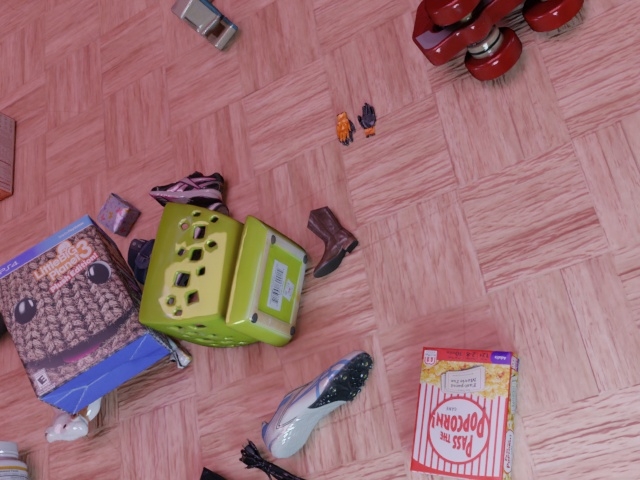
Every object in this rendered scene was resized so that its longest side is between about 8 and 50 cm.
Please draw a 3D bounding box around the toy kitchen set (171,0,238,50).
[{"bbox_3d":[-0.273,-0.540,1.752,0.122,0.166,0.207,-51,54,7],"label":"toy kitchen set"}]

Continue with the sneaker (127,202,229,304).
[{"bbox_3d":[-0.294,0.001,1.605,0.163,0.086,0.226,28,86,31],"label":"sneaker"}]

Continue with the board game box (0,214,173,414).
[{"bbox_3d":[-0.464,0.142,1.530,0.232,0.141,0.291,-32,65,-6],"label":"board game box"}]

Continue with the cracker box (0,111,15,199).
[{"bbox_3d":[-0.876,-0.203,2.072,0.155,0.067,0.232,-20,62,26],"label":"cracker box"}]

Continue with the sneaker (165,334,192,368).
[{"bbox_3d":[-0.289,0.219,1.560,0.083,0.032,0.037,39,95,37],"label":"sneaker"}]

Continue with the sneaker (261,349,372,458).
[{"bbox_3d":[-0.012,0.263,1.338,0.237,0.085,0.086,-45,47,7],"label":"sneaker"}]

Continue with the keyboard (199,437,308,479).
[{"bbox_3d":[-0.089,0.465,1.343,0.317,0.033,0.202,18,89,35],"label":"keyboard"}]

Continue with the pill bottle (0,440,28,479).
[{"bbox_3d":[-0.660,0.528,1.628,0.117,0.117,0.215,-26,60,22],"label":"pill bottle"}]

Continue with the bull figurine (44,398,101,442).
[{"bbox_3d":[-0.497,0.256,1.624,0.188,0.101,0.310,17,71,21],"label":"bull figurine"}]

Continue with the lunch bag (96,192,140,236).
[{"bbox_3d":[-0.450,-0.058,1.756,0.083,0.053,0.071,32,93,27],"label":"lunch bag"}]

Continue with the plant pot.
[{"bbox_3d":[-0.158,0.072,1.420,0.207,0.227,0.228,3,74,27],"label":"plant pot"}]

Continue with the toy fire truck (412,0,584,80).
[{"bbox_3d":[0.288,-0.437,1.381,0.302,0.169,0.254,-38,32,15],"label":"toy fire truck"}]

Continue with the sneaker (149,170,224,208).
[{"bbox_3d":[-0.271,-0.106,1.660,0.178,0.072,0.077,3,62,25],"label":"sneaker"}]

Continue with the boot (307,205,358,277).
[{"bbox_3d":[0.000,0.000,1.455,0.106,0.037,0.114,-41,58,-3],"label":"boot"}]

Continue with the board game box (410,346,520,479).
[{"bbox_3d":[0.221,0.264,1.210,0.146,0.045,0.194,-2,71,32],"label":"board game box"}]

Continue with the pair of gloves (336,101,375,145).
[{"bbox_3d":[0.067,-0.222,1.513,0.083,0.010,0.074,-18,63,25],"label":"pair of gloves"}]

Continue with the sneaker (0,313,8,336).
[{"bbox_3d":[-0.781,0.188,1.827,0.286,0.130,0.109,-30,61,21],"label":"sneaker"}]
